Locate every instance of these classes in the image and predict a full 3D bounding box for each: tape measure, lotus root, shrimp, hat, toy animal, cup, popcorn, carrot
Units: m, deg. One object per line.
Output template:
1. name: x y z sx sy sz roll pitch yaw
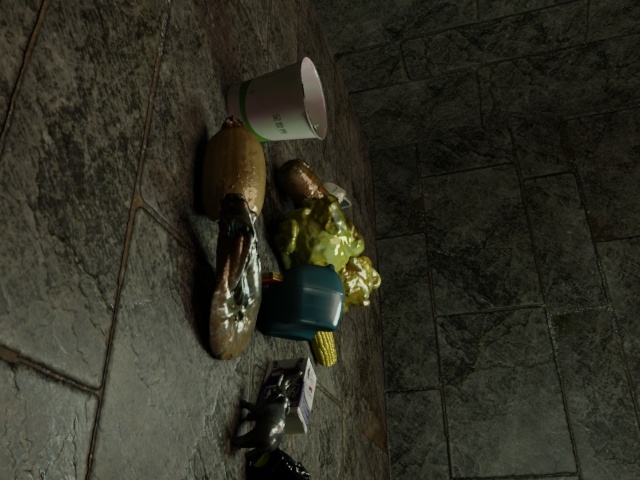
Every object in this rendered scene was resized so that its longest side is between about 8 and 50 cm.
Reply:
1. tape measure: -0.095 0.646 1.630 0.199 0.112 0.186 47 -9 31
2. lotus root: -0.229 -0.191 1.598 0.151 0.169 0.342 135 -42 -62
3. shrimp: -0.220 0.097 1.497 0.221 0.110 0.445 -38 134 -61
4. hat: 0.001 -0.138 2.453 0.161 0.232 0.275 50 -9 14
5. toy animal: -0.145 0.460 1.614 0.269 0.137 0.082 -69 145 -48
6. cup: -0.134 -0.418 1.886 0.253 0.274 0.253 -9 90 -74
7. popcorn: -0.018 0.001 2.101 0.312 0.312 0.312 -9 90 -75
8. popcorn: 0.086 0.122 2.406 0.325 0.290 0.321 -49 134 -47
9. carrot: -0.040 -0.168 2.237 0.302 0.139 0.138 52 25 -18

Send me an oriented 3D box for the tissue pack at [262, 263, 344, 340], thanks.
1. tissue pack: -0.056 0.180 1.805 0.287 0.198 0.206 141 -43 -60

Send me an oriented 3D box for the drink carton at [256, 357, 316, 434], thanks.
1. drink carton: -0.098 0.460 1.786 0.222 0.134 0.102 -76 153 -57

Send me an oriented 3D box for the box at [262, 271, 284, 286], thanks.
1. box: -0.178 0.114 1.685 0.090 0.133 0.023 39 41 -70

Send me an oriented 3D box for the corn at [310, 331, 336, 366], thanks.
1. corn: 0.004 0.371 2.302 0.093 0.093 0.244 -71 148 -61
